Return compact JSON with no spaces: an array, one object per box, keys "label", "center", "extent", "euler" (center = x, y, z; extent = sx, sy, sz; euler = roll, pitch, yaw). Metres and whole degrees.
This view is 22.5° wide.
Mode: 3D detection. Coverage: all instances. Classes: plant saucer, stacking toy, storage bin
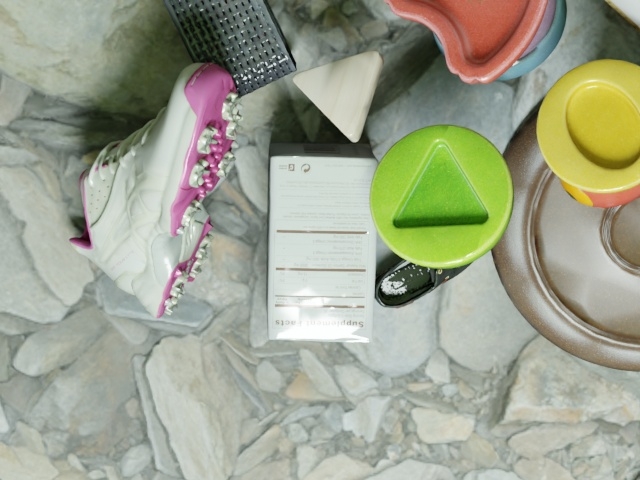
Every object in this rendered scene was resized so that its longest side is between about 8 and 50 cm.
[{"label":"plant saucer","center":[0.319,-0.014,1.573],"extent":[0.310,0.050,0.311],"euler":[2,103,6]},{"label":"stacking toy","center":[0.155,-0.118,1.501],"extent":[0.279,0.130,0.309],"euler":[-35,70,7]},{"label":"storage bin","center":[-0.098,-0.226,1.506],"extent":[0.084,0.122,0.180],"euler":[-25,101,3]}]

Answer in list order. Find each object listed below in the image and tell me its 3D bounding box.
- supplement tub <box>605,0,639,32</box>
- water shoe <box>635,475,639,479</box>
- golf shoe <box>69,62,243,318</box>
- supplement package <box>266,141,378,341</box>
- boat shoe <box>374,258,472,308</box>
[{"label":"supplement tub","center":[0.321,-0.312,1.443],"extent":[0.316,0.228,0.228],"euler":[41,98,-9]},{"label":"water shoe","center":[0.334,0.339,1.656],"extent":[0.072,0.080,0.203],"euler":[6,76,-6]},{"label":"golf shoe","center":[-0.162,-0.055,1.493],"extent":[0.140,0.115,0.306],"euler":[29,135,8]},{"label":"supplement package","center":[0.000,0.000,1.561],"extent":[0.105,0.105,0.179],"euler":[1,102,-3]},{"label":"boat shoe","center":[0.112,0.026,1.602],"extent":[0.133,0.042,0.049],"euler":[-32,98,4]}]
